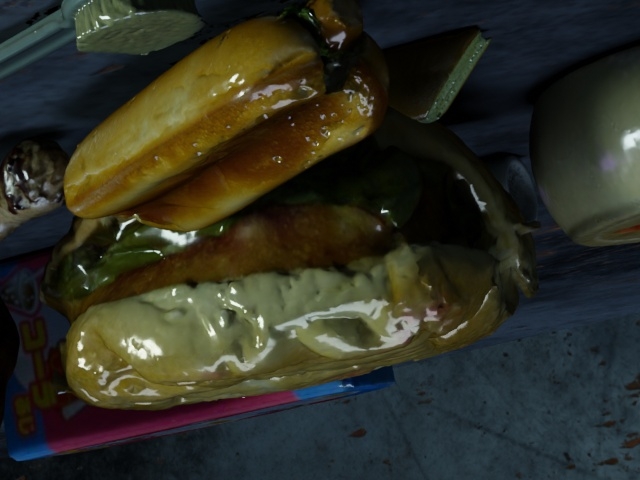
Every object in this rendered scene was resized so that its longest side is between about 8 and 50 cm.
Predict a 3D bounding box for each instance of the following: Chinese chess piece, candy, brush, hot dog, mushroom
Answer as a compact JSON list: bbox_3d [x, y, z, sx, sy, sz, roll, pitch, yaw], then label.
[{"bbox_3d":[0.258,-0.067,1.191,0.251,0.097,0.251,-11,172,-2],"label":"Chinese chess piece"},{"bbox_3d":[-0.106,0.066,1.438,0.306,0.157,0.100,-15,171,25],"label":"candy"},{"bbox_3d":[-0.153,-0.077,0.878,0.062,0.027,0.266,-1,167,-46],"label":"brush"},{"bbox_3d":[-0.052,-0.062,0.965,0.100,0.068,0.249,8,161,-32],"label":"hot dog"},{"bbox_3d":[-0.213,0.012,1.123,0.148,0.227,0.217,29,113,-26],"label":"mushroom"}]

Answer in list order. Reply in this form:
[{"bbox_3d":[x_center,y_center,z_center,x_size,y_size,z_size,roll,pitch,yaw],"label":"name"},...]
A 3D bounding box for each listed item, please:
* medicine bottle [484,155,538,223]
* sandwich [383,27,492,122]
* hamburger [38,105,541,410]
[{"bbox_3d":[0.053,-0.010,1.449,0.231,0.059,0.059,-15,170,29],"label":"medicine bottle"},{"bbox_3d":[0.054,-0.085,1.018,0.083,0.044,0.031,-11,176,24],"label":"sandwich"},{"bbox_3d":[0.001,0.002,1.131,0.330,0.162,0.209,-6,168,-14],"label":"hamburger"}]
